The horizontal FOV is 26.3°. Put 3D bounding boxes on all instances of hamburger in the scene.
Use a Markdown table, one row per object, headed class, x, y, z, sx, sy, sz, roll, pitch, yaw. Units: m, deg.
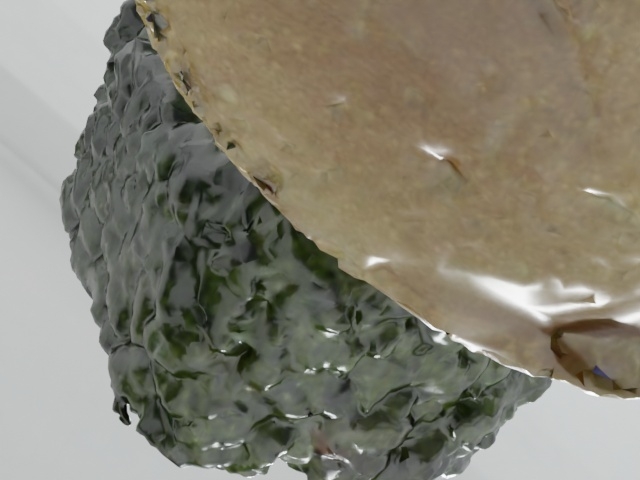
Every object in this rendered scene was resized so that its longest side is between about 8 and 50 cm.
| class | x | y | z | sx | sy | sz | roll | pitch | yaw |
| --- | --- | --- | --- | --- | --- | --- | --- | --- | --- |
| hamburger | 0.075 | -0.126 | 0.407 | 0.276 | 0.318 | 0.195 | 22 | -143 | 7 |

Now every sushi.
| class | x | y | z | sx | sy | sz | roll | pitch | yaw |
| --- | --- | --- | --- | --- | --- | --- | --- | --- | --- |
| sushi | 0.000 | 0.000 | 0.881 | 0.294 | 0.178 | 0.352 | 11 | -152 | -31 |
